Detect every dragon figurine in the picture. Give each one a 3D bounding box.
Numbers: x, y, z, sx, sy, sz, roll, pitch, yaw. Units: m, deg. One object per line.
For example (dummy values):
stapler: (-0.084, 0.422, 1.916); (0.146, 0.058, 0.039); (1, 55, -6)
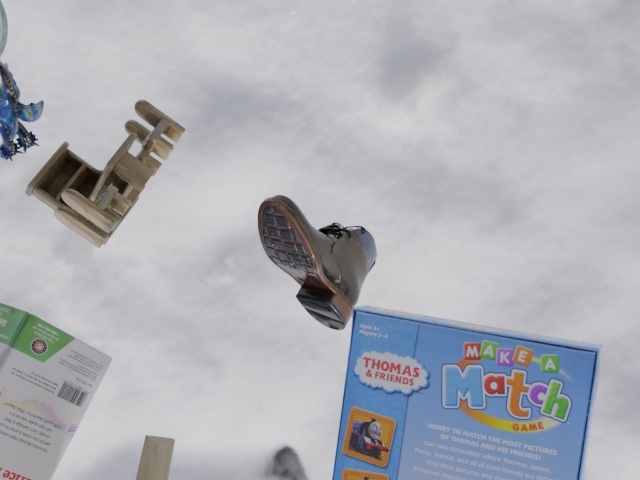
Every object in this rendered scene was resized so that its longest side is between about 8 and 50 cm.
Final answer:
dragon figurine: (-0.584, -0.250, 1.770); (0.144, 0.085, 0.289); (47, 148, -7)

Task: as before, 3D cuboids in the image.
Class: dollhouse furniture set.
dollhouse furniture set: (-0.370, -0.113, 1.530); (0.161, 0.212, 0.242); (36, 149, -9)

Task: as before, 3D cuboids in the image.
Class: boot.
boot: (0.000, 0.000, 1.099); (0.082, 0.106, 0.219); (14, 146, 34)

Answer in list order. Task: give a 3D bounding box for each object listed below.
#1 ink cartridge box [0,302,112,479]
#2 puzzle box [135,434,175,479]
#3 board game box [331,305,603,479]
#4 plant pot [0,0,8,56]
ink cartridge box: (-0.510, 0.273, 1.563); (0.117, 0.201, 0.278); (11, 69, 41)
puzzle box: (-0.297, 0.557, 1.530); (0.052, 0.272, 0.408); (9, 126, -5)
board game box: (0.086, 0.159, 0.603); (0.160, 0.039, 0.211); (9, 93, 22)
plant pot: (-0.619, -0.339, 1.461); (0.293, 0.196, 0.293); (3, 101, 16)
